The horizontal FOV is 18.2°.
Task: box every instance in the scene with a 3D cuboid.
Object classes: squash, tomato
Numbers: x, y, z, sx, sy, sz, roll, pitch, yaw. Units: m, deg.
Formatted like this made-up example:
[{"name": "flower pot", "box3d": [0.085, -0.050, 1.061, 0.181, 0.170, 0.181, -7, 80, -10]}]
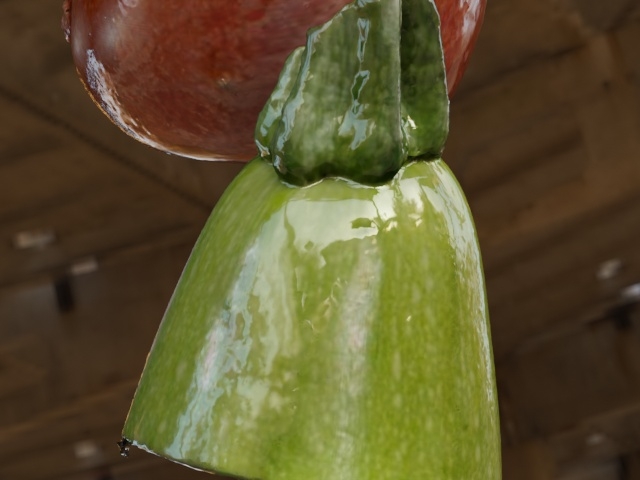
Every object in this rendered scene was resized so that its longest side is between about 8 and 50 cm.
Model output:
[{"name": "squash", "box3d": [0.005, -0.003, 0.525, 0.105, 0.132, 0.105, 7, 3, 0]}, {"name": "tomato", "box3d": [-0.013, -0.097, 0.741, 0.167, 0.167, 0.167, -13, -21, -5]}]
